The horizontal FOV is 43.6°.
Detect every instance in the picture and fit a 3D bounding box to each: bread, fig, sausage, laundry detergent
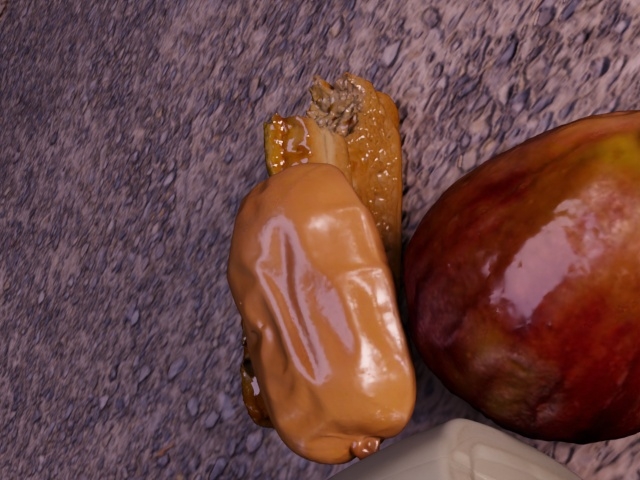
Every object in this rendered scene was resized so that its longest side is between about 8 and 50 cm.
[{"bbox_3d":[0.000,0.000,0.808,0.109,0.185,0.380,-11,68,39],"label":"bread"},{"bbox_3d":[0.188,0.024,0.575,0.263,0.224,0.223,-34,52,21],"label":"fig"},{"bbox_3d":[-0.001,0.057,0.637,0.136,0.120,0.241,-36,67,57],"label":"sausage"},{"bbox_3d":[0.072,0.259,0.617,0.280,0.215,0.105,-45,26,34],"label":"laundry detergent"}]
